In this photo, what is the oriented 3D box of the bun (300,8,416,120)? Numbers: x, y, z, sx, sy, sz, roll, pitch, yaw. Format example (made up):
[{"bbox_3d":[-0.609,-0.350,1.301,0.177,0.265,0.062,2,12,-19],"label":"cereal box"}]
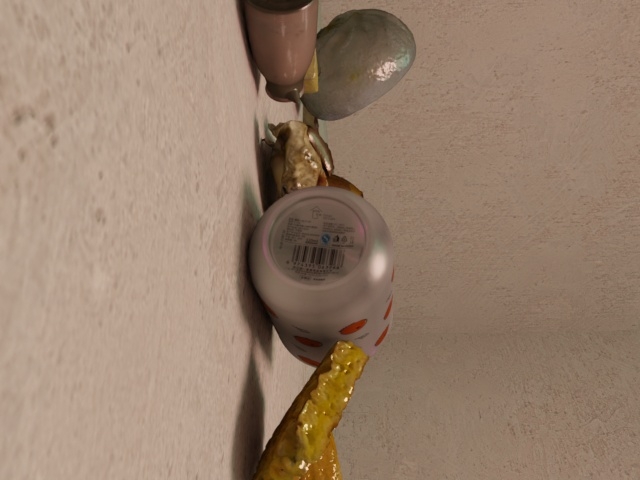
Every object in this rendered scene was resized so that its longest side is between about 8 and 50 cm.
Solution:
[{"bbox_3d":[0.081,-0.484,1.573,0.211,0.362,0.361,52,19,-22],"label":"bun"}]

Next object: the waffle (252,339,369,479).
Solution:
[{"bbox_3d":[-0.035,0.274,0.817,0.229,0.057,0.219,-53,175,-49],"label":"waffle"}]

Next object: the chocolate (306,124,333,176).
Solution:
[{"bbox_3d":[-0.003,-0.160,1.028,0.100,0.031,0.064,57,-3,-21],"label":"chocolate"}]

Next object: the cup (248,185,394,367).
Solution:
[{"bbox_3d":[0.008,0.063,0.908,0.317,0.213,0.212,78,11,-66],"label":"cup"}]

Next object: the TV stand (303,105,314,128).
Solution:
[{"bbox_3d":[-0.034,-0.369,1.777,0.042,0.036,0.249,81,8,-72],"label":"TV stand"}]

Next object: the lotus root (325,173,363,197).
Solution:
[{"bbox_3d":[0.032,-0.093,1.637,0.199,0.180,0.188,-85,176,-66],"label":"lotus root"}]

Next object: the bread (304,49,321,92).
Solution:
[{"bbox_3d":[-0.041,-0.362,1.260,0.109,0.084,0.080,52,39,-83],"label":"bread"}]

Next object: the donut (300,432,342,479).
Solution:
[{"bbox_3d":[-0.014,0.499,1.241,0.253,0.119,0.253,168,-90,-83],"label":"donut"}]

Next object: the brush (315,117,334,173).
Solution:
[{"bbox_3d":[-0.011,-0.309,1.822,0.071,0.084,0.300,26,46,-43],"label":"brush"}]

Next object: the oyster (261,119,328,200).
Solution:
[{"bbox_3d":[-0.043,-0.096,1.050,0.271,0.101,0.275,-121,-158,-66],"label":"oyster"}]

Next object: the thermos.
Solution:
[{"bbox_3d":[-0.063,-0.305,0.888,0.137,0.105,0.193,55,-17,27],"label":"thermos"}]
